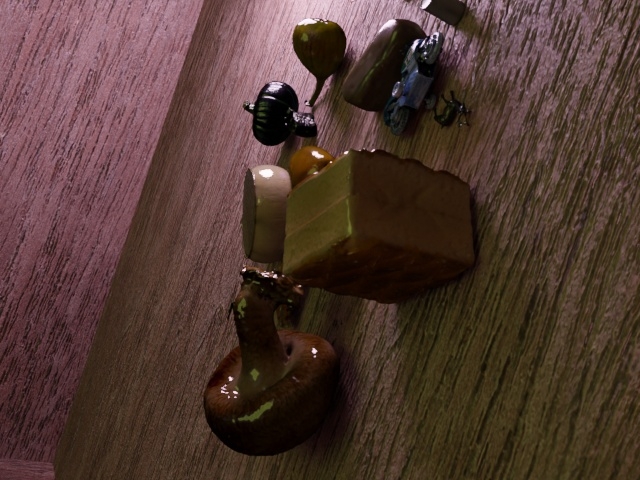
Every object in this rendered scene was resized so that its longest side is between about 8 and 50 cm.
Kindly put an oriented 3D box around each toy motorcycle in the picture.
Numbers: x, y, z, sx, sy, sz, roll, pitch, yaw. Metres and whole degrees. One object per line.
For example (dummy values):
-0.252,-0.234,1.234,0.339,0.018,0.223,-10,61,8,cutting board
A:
0.201,-0.349,1.550,0.135,0.092,0.254,-97,25,-52,toy motorcycle

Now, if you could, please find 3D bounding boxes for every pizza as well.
-0.082,0.117,1.828,0.201,0.053,0.193,-96,14,-44,pizza

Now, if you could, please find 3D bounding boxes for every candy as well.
0.151,-0.406,1.654,0.234,0.104,0.102,-54,39,34,candy

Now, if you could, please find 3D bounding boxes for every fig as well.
-0.007,-0.482,1.969,0.151,0.151,0.259,-126,36,-56,fig

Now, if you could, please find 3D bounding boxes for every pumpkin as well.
-0.135,-0.375,2.100,0.150,0.194,0.194,19,93,31,pumpkin

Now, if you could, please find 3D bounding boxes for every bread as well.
0.104,-0.018,1.346,0.279,0.279,0.207,-28,52,53,bread

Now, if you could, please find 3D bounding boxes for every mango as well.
-0.025,-0.175,1.841,0.253,0.113,0.138,-140,57,-67,mango

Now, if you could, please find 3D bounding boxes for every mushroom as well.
-0.115,0.285,1.558,0.331,0.356,0.334,23,54,36,mushroom

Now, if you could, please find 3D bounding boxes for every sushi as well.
-0.058,-0.329,2.012,0.056,0.084,0.083,-57,34,30,sushi

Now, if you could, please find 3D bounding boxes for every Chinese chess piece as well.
-0.149,-0.072,1.935,0.270,0.112,0.270,180,90,-76,Chinese chess piece

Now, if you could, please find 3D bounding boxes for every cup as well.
0.262,-0.513,1.527,0.054,0.083,0.075,-26,52,56,cup

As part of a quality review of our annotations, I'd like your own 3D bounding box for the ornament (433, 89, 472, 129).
0.268,-0.255,1.442,0.073,0.028,0.125,-60,29,23,ornament
